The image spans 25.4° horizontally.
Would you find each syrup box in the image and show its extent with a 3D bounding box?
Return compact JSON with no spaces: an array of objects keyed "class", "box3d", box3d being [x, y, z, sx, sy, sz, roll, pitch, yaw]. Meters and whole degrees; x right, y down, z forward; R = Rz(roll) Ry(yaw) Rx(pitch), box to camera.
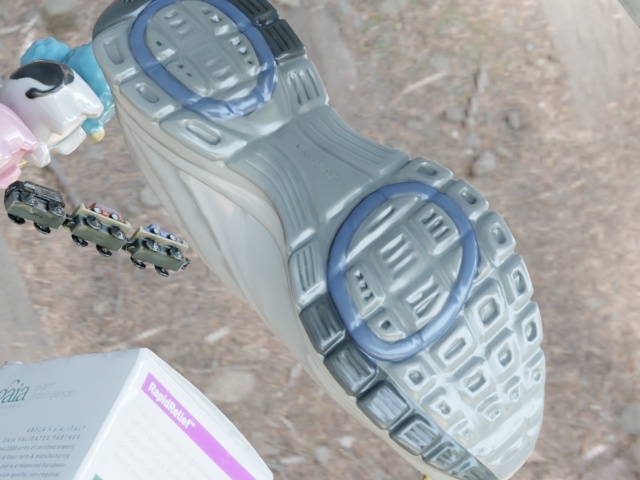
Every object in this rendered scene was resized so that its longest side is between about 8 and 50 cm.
[{"class":"syrup box","box3d":[-0.116,0.160,0.529,0.096,0.093,0.237,51,48,-31]}]

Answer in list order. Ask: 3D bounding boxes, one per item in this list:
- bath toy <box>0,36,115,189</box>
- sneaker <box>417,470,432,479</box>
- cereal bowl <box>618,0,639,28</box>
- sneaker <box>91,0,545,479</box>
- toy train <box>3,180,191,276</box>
[{"class":"bath toy","box3d":[-0.326,-0.100,1.305,0.129,0.151,0.348,46,33,3]},{"class":"sneaker","box3d":[0.136,0.242,1.139,0.083,0.215,0.084,-19,144,-7]},{"class":"cereal bowl","box3d":[0.252,-0.210,0.557,0.339,0.141,0.339,3,83,-25]},{"class":"sneaker","box3d":[0.000,0.000,0.695,0.111,0.129,0.297,-31,69,-20]},{"class":"toy train","box3d":[-0.160,-0.009,1.028,0.158,0.036,0.027,22,120,-38]}]
